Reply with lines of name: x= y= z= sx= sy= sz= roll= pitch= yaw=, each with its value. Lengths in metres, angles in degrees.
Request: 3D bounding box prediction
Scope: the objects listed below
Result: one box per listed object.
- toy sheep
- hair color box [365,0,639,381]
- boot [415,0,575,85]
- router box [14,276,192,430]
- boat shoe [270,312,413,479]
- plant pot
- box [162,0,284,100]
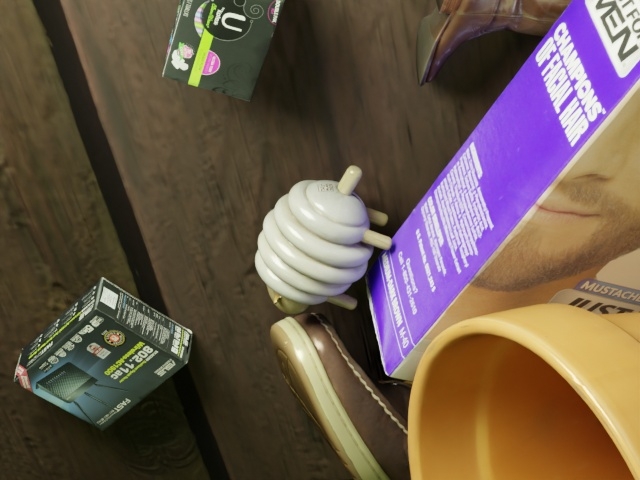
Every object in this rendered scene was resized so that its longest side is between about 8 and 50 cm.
toy sheep: x=0.000 y=0.000 z=0.985 sx=0.091 sy=0.091 sz=0.132 roll=20 pitch=116 yaw=-15
hair color box: x=0.194 y=-0.026 z=0.914 sx=0.185 sy=0.110 sz=0.339 roll=14 pitch=131 yaw=-25
boot: x=0.125 y=-0.136 z=0.888 sx=0.114 sy=0.037 sz=0.106 roll=1 pitch=148 yaw=-12
router box: x=-0.178 y=0.095 z=1.109 sx=0.092 sy=0.038 sz=0.122 roll=33 pitch=126 yaw=-26
boat shoe: x=0.080 y=0.165 z=1.127 sx=0.123 sy=0.123 sz=0.342 roll=-38 pitch=120 yaw=-4
plant pot: x=0.216 y=0.165 z=0.866 sx=0.203 sy=0.291 sz=0.291 roll=-15 pitch=137 yaw=-23
box: x=-0.061 y=-0.143 z=0.876 sx=0.062 sy=0.052 sz=0.083 roll=14 pitch=130 yaw=-9
